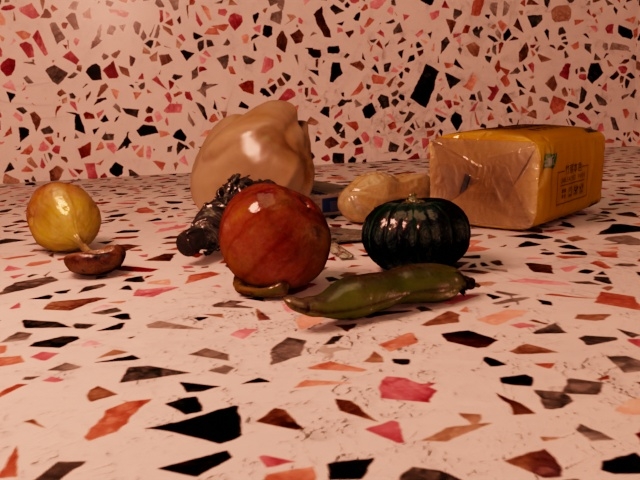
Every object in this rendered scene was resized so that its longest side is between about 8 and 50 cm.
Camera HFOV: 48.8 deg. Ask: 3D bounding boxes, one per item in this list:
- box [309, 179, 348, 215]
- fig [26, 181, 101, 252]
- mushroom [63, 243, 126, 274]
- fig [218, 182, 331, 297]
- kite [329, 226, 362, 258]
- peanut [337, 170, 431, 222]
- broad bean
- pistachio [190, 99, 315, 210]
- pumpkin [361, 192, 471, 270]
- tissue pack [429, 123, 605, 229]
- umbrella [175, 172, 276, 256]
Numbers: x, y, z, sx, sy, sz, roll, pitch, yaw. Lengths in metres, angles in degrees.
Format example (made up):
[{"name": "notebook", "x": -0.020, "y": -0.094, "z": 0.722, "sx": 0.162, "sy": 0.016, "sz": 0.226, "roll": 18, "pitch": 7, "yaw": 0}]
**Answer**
[{"name": "box", "x": -0.027, "y": -0.123, "z": 2.028, "sx": 0.200, "sy": 0.065, "sz": 0.343, "roll": -7, "pitch": 12, "yaw": -26}, {"name": "fig", "x": -0.539, "y": -0.025, "z": 1.544, "sx": 0.159, "sy": 0.159, "sz": 0.257, "roll": -12, "pitch": 34, "yaw": -38}, {"name": "mushroom", "x": -0.429, "y": 0.039, "z": 1.347, "sx": 0.123, "sy": 0.052, "sz": 0.123, "roll": -6, "pitch": 5, "yaw": 0}, {"name": "fig", "x": -0.083, "y": 0.004, "z": 1.173, "sx": 0.205, "sy": 0.205, "sz": 0.205, "roll": -2, "pitch": 11, "yaw": 0}, {"name": "kite", "x": 0.000, "y": 0.001, "z": 1.545, "sx": 0.406, "sy": 0.014, "sz": 0.368, "roll": -5, "pitch": 12, "yaw": -15}, {"name": "peanut", "x": 0.172, "y": -0.116, "z": 1.810, "sx": 0.290, "sy": 0.130, "sz": 0.130, "roll": -8, "pitch": 12, "yaw": -34}, {"name": "broad bean", "x": 0.098, "y": 0.073, "z": 1.041, "sx": 0.339, "sy": 0.061, "sz": 0.077, "roll": -8, "pitch": 24, "yaw": -26}, {"name": "pistachio", "x": -0.179, "y": -0.200, "z": 1.837, "sx": 0.281, "sy": 0.365, "sz": 0.445, "roll": 43, "pitch": -10, "yaw": -34}, {"name": "pumpkin", "x": 0.172, "y": -0.016, "z": 1.277, "sx": 0.202, "sy": 0.140, "sz": 0.202, "roll": -1, "pitch": 9, "yaw": 0}, {"name": "tissue pack", "x": 0.484, "y": -0.168, "z": 1.736, "sx": 0.293, "sy": 0.228, "sz": 0.382, "roll": 11, "pitch": 18, "yaw": 42}, {"name": "umbrella", "x": -0.201, "y": -0.033, "z": 1.515, "sx": 0.128, "sy": 0.154, "sz": 0.336, "roll": 5, "pitch": 33, "yaw": 25}]
